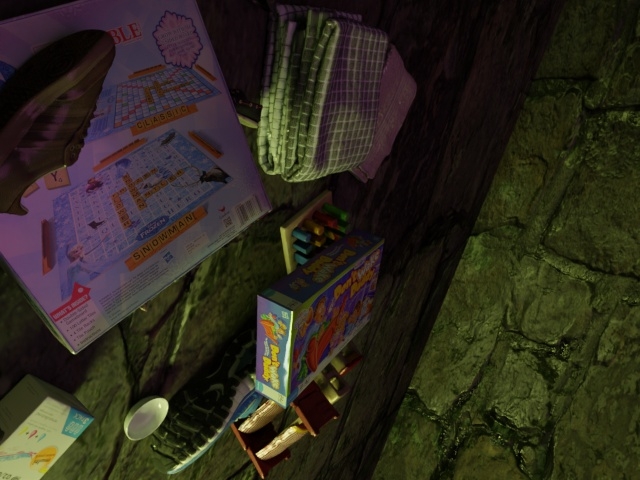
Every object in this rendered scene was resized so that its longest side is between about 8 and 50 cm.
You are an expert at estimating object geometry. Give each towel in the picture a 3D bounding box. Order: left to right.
[{"bbox_3d":[0.015,-0.254,0.808,0.235,0.121,0.283,-23,131,-50],"label":"towel"},{"bbox_3d":[0.130,-0.280,1.043,0.187,0.049,0.282,23,93,-61],"label":"towel"}]

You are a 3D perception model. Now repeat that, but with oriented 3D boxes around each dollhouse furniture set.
[{"bbox_3d":[-0.024,0.409,1.171,0.201,0.152,0.374,-48,160,24],"label":"dollhouse furniture set"}]

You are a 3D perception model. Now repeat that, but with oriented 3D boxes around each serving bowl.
[{"bbox_3d":[-0.316,0.312,0.815,0.083,0.027,0.083,-38,142,-39],"label":"serving bowl"}]

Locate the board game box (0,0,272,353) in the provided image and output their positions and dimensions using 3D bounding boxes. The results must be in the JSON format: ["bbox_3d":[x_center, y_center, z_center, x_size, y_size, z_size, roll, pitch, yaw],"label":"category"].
[{"bbox_3d":[-0.230,-0.094,0.521,0.319,0.066,0.317,-41,127,-35],"label":"board game box"}]

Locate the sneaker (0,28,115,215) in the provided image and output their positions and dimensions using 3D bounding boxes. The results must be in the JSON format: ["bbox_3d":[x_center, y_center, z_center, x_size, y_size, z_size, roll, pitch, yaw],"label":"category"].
[{"bbox_3d":[-0.246,-0.108,0.414,0.188,0.066,0.071,-55,151,-16],"label":"sneaker"}]

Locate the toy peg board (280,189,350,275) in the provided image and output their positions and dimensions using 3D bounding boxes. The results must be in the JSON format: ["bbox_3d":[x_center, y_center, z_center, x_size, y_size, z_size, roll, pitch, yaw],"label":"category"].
[{"bbox_3d":[0.000,0.000,1.023,0.161,0.079,0.161,-42,144,-34],"label":"toy peg board"}]

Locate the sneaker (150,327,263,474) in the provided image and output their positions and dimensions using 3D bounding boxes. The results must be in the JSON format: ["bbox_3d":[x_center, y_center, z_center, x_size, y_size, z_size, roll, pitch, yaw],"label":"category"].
[{"bbox_3d":[-0.192,0.340,0.933,0.330,0.130,0.147,-42,141,-34],"label":"sneaker"}]

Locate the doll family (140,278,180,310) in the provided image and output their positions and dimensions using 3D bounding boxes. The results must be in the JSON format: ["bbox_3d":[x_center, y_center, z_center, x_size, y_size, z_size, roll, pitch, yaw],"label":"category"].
[{"bbox_3d":[-0.272,0.013,0.610,0.111,0.076,0.193,-56,147,-5],"label":"doll family"}]

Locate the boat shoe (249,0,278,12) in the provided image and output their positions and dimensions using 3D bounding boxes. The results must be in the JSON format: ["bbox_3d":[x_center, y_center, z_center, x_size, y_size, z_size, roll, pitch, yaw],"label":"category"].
[{"bbox_3d":[-0.114,-0.351,0.569,0.224,0.080,0.073,-10,116,-60],"label":"boat shoe"}]

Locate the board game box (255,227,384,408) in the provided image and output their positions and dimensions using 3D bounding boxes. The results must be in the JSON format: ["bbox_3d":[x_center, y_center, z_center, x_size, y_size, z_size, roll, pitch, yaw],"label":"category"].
[{"bbox_3d":[0.006,0.145,0.954,0.347,0.078,0.233,-33,137,-49],"label":"board game box"}]

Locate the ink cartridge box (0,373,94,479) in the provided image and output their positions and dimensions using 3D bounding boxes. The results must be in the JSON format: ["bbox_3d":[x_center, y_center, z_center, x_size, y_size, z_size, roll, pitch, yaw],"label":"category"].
[{"bbox_3d":[-0.413,0.282,0.604,0.181,0.062,0.104,-50,148,-22],"label":"ink cartridge box"}]

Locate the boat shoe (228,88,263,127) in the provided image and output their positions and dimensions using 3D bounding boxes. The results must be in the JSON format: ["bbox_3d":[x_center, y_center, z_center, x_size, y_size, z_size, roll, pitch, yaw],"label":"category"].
[{"bbox_3d":[-0.135,-0.207,0.682,0.133,0.049,0.042,8,100,-61],"label":"boat shoe"}]
